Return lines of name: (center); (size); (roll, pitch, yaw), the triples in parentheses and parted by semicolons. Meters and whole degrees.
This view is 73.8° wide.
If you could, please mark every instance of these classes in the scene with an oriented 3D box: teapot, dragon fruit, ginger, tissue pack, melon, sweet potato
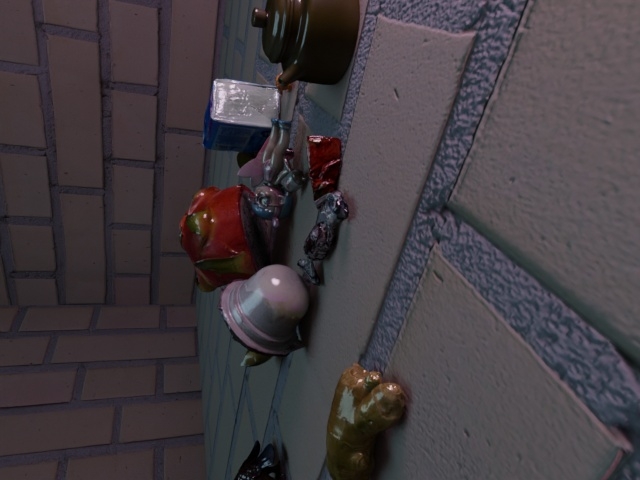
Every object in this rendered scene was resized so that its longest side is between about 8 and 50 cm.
teapot: (-0.040, -0.411, 0.796); (0.185, 0.175, 0.268); (163, 108, -66)
dragon fruit: (-0.274, 0.001, 1.173); (0.305, 0.225, 0.306); (-10, -90, -84)
ginger: (0.047, 0.258, 0.607); (0.115, 0.081, 0.206); (32, 114, 31)
tissue pack: (-0.253, -0.377, 1.322); (0.263, 0.198, 0.146); (162, 108, -69)
dragon fruit: (0.013, -0.126, 0.811); (0.097, 0.063, 0.131); (43, -136, -74)
melon: (-0.141, 0.265, 1.120); (0.128, 0.079, 0.160); (93, -165, -69)
sweet potato: (-0.252, -0.272, 1.480); (0.244, 0.077, 0.077); (-128, 45, -64)

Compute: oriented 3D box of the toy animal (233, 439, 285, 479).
toy animal: (-0.178, 0.585, 1.034); (0.218, 0.179, 0.116); (40, 151, 64)

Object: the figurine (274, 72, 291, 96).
figurine: (-0.102, -0.420, 1.145); (0.109, 0.047, 0.064); (-138, 46, -75)

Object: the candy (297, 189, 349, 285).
candy: (0.001, 0.000, 0.806); (0.226, 0.051, 0.094); (114, 148, -44)

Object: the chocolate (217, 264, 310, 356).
chocolate: (-0.093, 0.134, 0.906); (0.147, 0.221, 0.221); (-40, 46, 30)

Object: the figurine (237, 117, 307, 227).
figurine: (-0.094, -0.162, 1.043); (0.205, 0.102, 0.260); (21, 109, 33)
